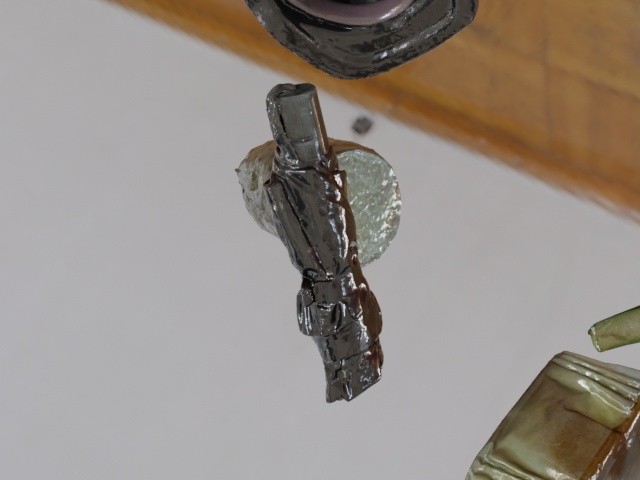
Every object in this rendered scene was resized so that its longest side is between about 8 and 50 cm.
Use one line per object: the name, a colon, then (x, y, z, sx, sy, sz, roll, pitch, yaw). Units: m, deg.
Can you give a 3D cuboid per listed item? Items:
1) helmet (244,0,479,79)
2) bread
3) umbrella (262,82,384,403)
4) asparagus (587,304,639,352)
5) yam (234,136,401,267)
helmet: (0.013, -0.276, 1.301, 0.198, 0.154, 0.253, -26, 133, 24)
bread: (0.201, 0.217, 1.333, 0.110, 0.210, 0.192, 24, 137, 25)
umbrella: (0.000, 0.000, 1.080, 0.066, 0.059, 0.235, -93, -10, -65)
asparagus: (0.382, 0.083, 1.759, 0.045, 0.178, 0.041, 45, 146, 45)
yam: (-0.013, -0.048, 1.665, 0.133, 0.133, 0.330, 42, 173, -18)
